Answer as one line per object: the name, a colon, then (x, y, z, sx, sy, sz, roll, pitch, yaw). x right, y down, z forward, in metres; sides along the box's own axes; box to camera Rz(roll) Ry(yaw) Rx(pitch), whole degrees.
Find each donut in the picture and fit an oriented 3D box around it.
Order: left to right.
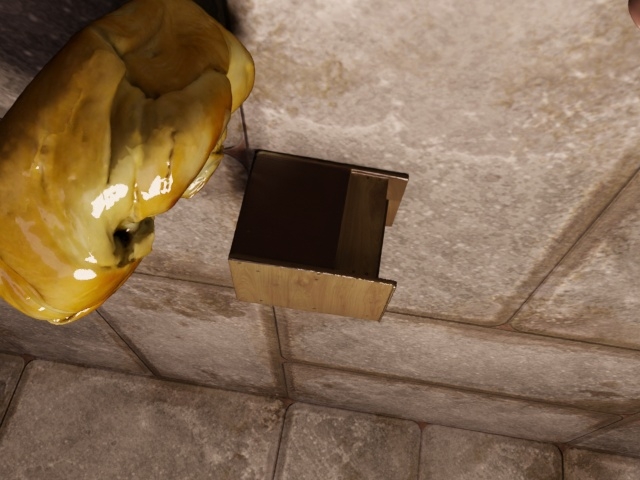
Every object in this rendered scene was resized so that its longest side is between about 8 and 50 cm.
donut: (-0.205, -0.079, 0.591, 0.170, 0.360, 0.360, 37, 145, -14)

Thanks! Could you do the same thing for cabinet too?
cabinet: (0.000, 0.000, 0.818, 0.215, 0.174, 0.148, 9, 152, 2)

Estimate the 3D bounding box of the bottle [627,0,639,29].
bottle: (0.310, -0.214, 0.441, 0.053, 0.053, 0.140, 21, 150, -20)
